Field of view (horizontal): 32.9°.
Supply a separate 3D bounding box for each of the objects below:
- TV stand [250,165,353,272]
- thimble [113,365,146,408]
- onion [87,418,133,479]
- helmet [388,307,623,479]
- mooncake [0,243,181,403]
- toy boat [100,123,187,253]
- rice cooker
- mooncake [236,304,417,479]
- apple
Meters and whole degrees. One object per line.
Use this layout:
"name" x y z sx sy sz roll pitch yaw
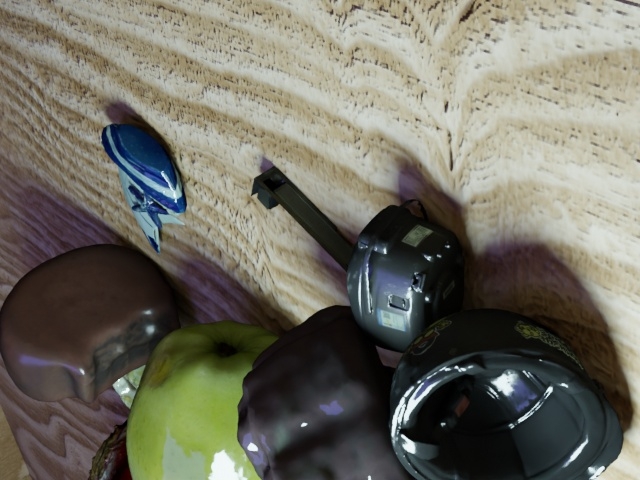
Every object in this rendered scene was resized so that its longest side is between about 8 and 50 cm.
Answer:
"TV stand" 0.000 0.000 1.532 0.256 0.040 0.049 46 149 19
"thimble" -0.326 0.270 2.174 0.190 0.143 0.137 37 144 30
"onion" -0.275 0.560 2.222 0.420 0.398 0.398 37 157 -22
"helmet" 0.205 0.178 1.262 0.230 0.279 0.160 -52 27 27
"mooncake" -0.430 0.162 2.062 0.334 0.326 0.174 11 135 8
"toy boat" -0.289 -0.074 1.869 0.210 0.070 0.291 32 146 44
"rice cooker" 0.107 0.050 1.325 0.118 0.142 0.203 19 139 31
"mooncake" 0.047 0.295 1.410 0.381 0.212 0.350 58 -175 -20
"apple" -0.143 0.309 1.756 0.357 0.357 0.357 36 145 31
